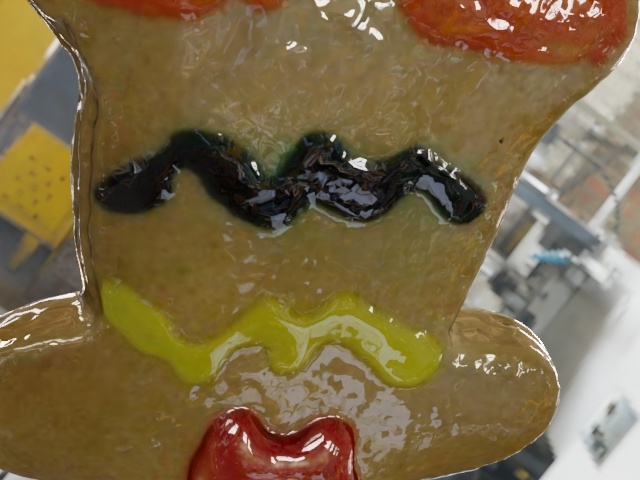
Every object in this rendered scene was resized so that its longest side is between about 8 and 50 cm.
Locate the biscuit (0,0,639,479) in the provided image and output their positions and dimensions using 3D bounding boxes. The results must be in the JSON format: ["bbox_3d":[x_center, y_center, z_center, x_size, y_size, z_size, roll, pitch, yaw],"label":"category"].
[{"bbox_3d":[0.000,0.000,0.724,0.368,0.394,0.076,6,28,-19],"label":"biscuit"}]
